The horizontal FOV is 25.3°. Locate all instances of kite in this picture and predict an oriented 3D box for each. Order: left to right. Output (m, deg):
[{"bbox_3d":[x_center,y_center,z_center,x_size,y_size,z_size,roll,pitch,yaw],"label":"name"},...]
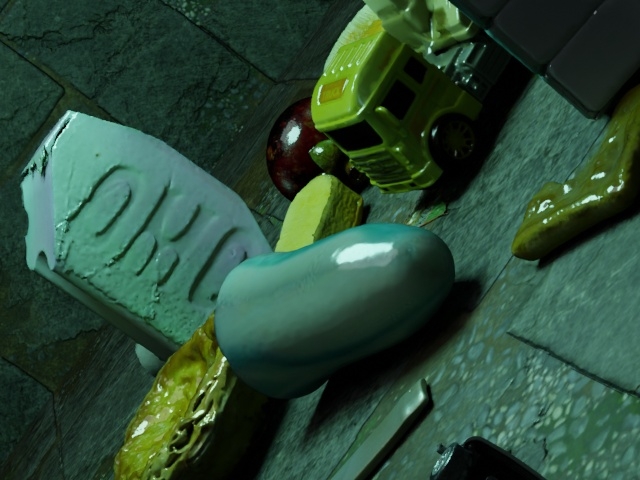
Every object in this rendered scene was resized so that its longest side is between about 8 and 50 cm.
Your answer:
[{"bbox_3d":[0.174,-0.090,1.871,0.244,0.006,0.198,-50,13,18],"label":"kite"}]

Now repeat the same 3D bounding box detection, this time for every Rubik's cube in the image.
[{"bbox_3d":[0.265,-0.290,1.502,0.221,0.224,0.231,-49,5,12],"label":"Rubik's cube"}]

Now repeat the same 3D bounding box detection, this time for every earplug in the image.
[{"bbox_3d":[0.035,0.068,1.642,0.324,0.185,0.185,-24,32,53],"label":"earplug"}]

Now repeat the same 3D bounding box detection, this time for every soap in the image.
[{"bbox_3d":[-0.253,0.007,2.154,0.261,0.446,0.156,-57,12,-15],"label":"soap"}]

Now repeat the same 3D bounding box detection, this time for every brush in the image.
[{"bbox_3d":[-0.001,0.263,1.501,0.321,0.050,0.060,-50,10,14],"label":"brush"}]

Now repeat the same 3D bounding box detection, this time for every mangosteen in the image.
[{"bbox_3d":[0.007,-0.136,2.263,0.200,0.200,0.200,-50,13,17],"label":"mangosteen"}]

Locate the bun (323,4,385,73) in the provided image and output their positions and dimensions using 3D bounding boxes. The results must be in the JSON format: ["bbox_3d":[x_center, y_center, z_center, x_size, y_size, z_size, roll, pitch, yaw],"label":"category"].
[{"bbox_3d":[0.112,-0.284,2.270,0.244,0.153,0.244,-38,25,21],"label":"bun"}]

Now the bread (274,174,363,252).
[{"bbox_3d":[0.000,0.000,2.077,0.102,0.094,0.245,-35,22,31],"label":"bread"}]

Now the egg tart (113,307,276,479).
[{"bbox_3d":[-0.160,0.244,1.933,0.341,0.129,0.341,-50,15,19],"label":"egg tart"}]

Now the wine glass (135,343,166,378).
[{"bbox_3d":[-0.205,0.131,2.389,0.241,0.126,0.126,-43,16,30],"label":"wine glass"}]

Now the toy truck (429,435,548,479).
[{"bbox_3d":[0.083,0.258,1.088,0.216,0.110,0.116,-58,2,-14],"label":"toy truck"}]

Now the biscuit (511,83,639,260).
[{"bbox_3d":[0.268,-0.068,1.410,0.183,0.039,0.174,-38,22,49],"label":"biscuit"}]

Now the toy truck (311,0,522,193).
[{"bbox_3d":[0.152,-0.271,1.874,0.405,0.254,0.180,-59,17,-16],"label":"toy truck"}]
